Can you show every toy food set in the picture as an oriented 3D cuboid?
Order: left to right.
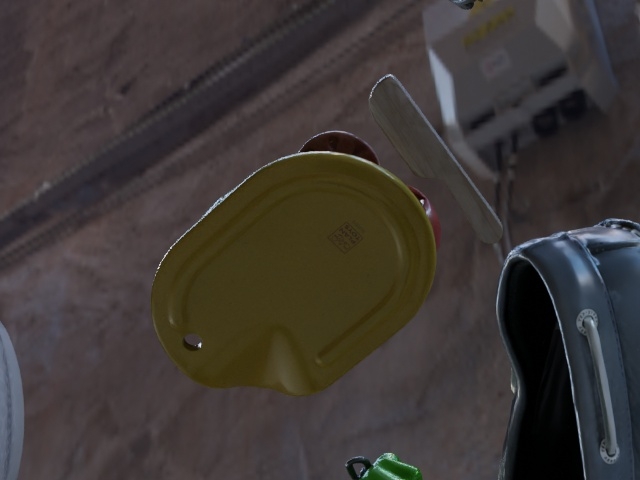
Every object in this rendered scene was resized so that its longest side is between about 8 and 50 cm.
[{"bbox_3d":[0.000,0.000,0.937,0.218,0.071,0.128,-39,-72,21],"label":"toy food set"}]

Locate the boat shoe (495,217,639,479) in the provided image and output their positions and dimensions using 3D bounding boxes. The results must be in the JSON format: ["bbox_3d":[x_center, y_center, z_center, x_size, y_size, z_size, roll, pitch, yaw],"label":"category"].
[{"bbox_3d":[0.103,0.145,0.737,0.099,0.116,0.319,3,-77,-32],"label":"boat shoe"}]

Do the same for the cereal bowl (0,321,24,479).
[{"bbox_3d":[-0.318,0.131,1.207,0.141,0.339,0.339,1,-46,-33],"label":"cereal bowl"}]

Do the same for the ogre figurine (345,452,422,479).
[{"bbox_3d":[-0.012,0.190,0.623,0.097,0.197,0.118,2,-34,20],"label":"ogre figurine"}]

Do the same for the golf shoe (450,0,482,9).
[{"bbox_3d":[0.112,-0.263,1.237,0.120,0.105,0.273,25,-10,-4],"label":"golf shoe"}]
